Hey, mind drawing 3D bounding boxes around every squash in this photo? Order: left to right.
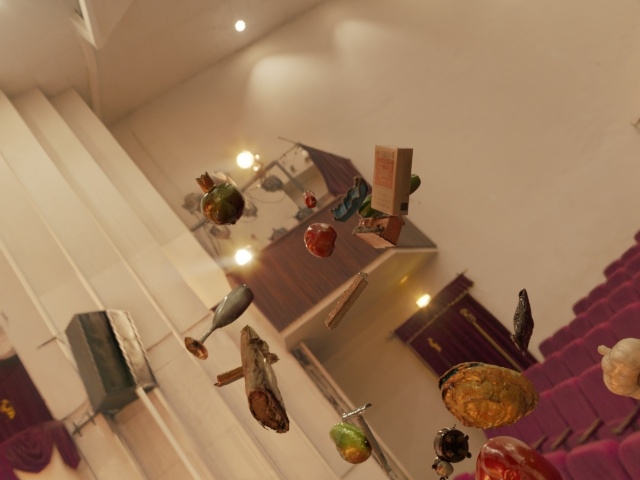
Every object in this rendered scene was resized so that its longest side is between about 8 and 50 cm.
[{"bbox_3d":[0.261,-0.170,1.893,0.292,0.082,0.082,-31,-23,-17],"label":"squash"}]

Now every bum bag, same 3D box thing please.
[{"bbox_3d":[0.690,0.280,1.735,0.069,0.102,0.248,-22,27,44],"label":"bum bag"}]

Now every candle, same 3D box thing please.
[{"bbox_3d":[-0.042,-0.166,2.063,0.052,0.052,0.131,-47,20,12],"label":"candle"}]

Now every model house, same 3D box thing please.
[{"bbox_3d":[0.269,-0.071,2.257,0.166,0.183,0.172,31,-105,-29],"label":"model house"}]

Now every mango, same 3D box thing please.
[{"bbox_3d":[0.105,0.724,1.826,0.232,0.111,0.125,-14,48,58],"label":"mango"}]

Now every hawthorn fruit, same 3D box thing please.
[{"bbox_3d":[0.000,0.000,1.810,0.128,0.128,0.128,-37,-21,-17],"label":"hawthorn fruit"}]

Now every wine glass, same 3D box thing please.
[{"bbox_3d":[-0.218,0.176,1.140,0.198,0.066,0.066,-49,-10,-47],"label":"wine glass"}]

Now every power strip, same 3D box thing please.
[{"bbox_3d":[-0.303,0.523,2.070,0.305,0.044,0.064,-27,-23,11],"label":"power strip"}]

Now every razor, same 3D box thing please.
[{"bbox_3d":[0.173,0.677,1.733,0.106,0.232,0.068,-33,-9,30],"label":"razor"}]

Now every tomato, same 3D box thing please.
[{"bbox_3d":[0.649,0.787,1.663,0.226,0.299,0.299,-10,-36,-31],"label":"tomato"}]

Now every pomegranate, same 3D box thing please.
[{"bbox_3d":[-0.350,-0.141,1.760,0.159,0.205,0.159,-35,10,7],"label":"pomegranate"}]

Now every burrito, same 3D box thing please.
[{"bbox_3d":[-0.197,0.455,1.676,0.107,0.348,0.175,-26,-29,13],"label":"burrito"}]

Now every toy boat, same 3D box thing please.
[{"bbox_3d":[0.101,-0.149,1.820,0.077,0.075,0.185,24,-59,-32],"label":"toy boat"}]

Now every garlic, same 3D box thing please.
[{"bbox_3d":[0.945,0.368,1.578,0.199,0.199,0.226,-46,13,8],"label":"garlic"}]

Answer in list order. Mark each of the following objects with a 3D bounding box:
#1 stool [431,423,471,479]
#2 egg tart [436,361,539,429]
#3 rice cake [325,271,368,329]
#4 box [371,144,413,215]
[{"bbox_3d":[0.496,0.812,1.951,0.217,0.125,0.121,-63,7,-16],"label":"stool"},{"bbox_3d":[0.481,0.467,1.486,0.291,0.290,0.107,-61,4,39],"label":"egg tart"},{"bbox_3d":[0.101,0.230,1.957,0.256,0.052,0.057,-55,5,14],"label":"rice cake"},{"bbox_3d":[0.215,-0.185,1.546,0.058,0.141,0.201,-3,-74,-23],"label":"box"}]
